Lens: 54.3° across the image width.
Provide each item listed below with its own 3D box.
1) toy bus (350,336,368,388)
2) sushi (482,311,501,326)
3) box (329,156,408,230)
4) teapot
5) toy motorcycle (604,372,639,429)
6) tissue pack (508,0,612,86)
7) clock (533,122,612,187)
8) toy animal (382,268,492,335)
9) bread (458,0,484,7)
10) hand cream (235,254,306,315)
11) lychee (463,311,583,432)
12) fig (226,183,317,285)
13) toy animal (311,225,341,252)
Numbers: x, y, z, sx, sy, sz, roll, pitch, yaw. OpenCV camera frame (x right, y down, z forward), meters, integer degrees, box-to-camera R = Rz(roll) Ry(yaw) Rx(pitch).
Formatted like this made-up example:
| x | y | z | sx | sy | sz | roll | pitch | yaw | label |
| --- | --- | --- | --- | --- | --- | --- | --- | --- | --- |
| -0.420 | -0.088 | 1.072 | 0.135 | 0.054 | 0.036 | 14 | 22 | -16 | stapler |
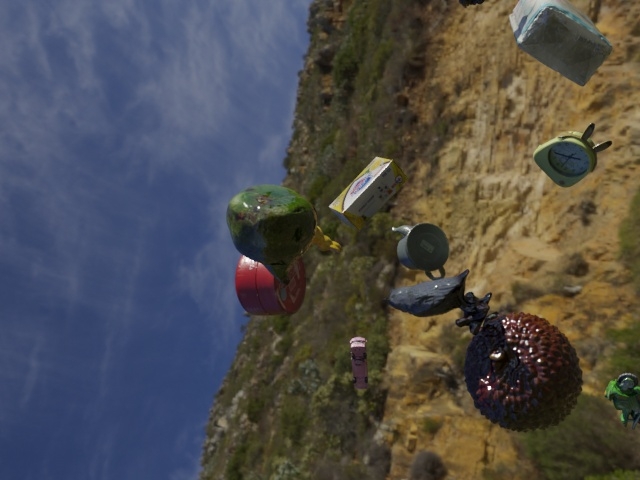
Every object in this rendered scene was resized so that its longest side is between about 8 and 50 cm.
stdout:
| x | y | z | sx | sy | sz | roll | pitch | yaw | label |
| --- | --- | --- | --- | --- | --- | --- | --- | --- | --- |
| 0.148 | 0.466 | 2.369 | 0.090 | 0.063 | 0.203 | -80 | -13 | -62 | toy bus |
| 0.554 | 0.287 | 1.970 | 0.056 | 0.083 | 0.085 | -16 | -43 | -41 | sushi |
| 0.171 | -0.171 | 2.239 | 0.265 | 0.168 | 0.097 | -46 | -71 | -1 | box |
| 0.333 | 0.042 | 2.104 | 0.162 | 0.149 | 0.239 | -43 | -84 | -23 | teapot |
| 0.870 | 0.454 | 1.761 | 0.190 | 0.106 | 0.074 | 57 | -145 | -16 | toy motorcycle |
| 0.564 | -0.495 | 1.483 | 0.124 | 0.201 | 0.271 | -52 | 12 | 31 | tissue pack |
| 0.820 | -0.281 | 2.019 | 0.170 | 0.232 | 0.069 | 46 | -123 | -2 | clock |
| 0.230 | 0.106 | 1.234 | 0.121 | 0.210 | 0.117 | -44 | -38 | -64 | toy animal |
| 0.366 | -0.593 | 1.454 | 0.082 | 0.113 | 0.060 | 46 | -130 | -32 | bread |
| -0.154 | 0.127 | 1.963 | 0.230 | 0.149 | 0.230 | 24 | -117 | -60 | hand cream |
| 0.411 | 0.269 | 1.256 | 0.271 | 0.236 | 0.236 | 32 | -116 | -34 | lychee |
| -0.109 | 0.003 | 1.362 | 0.203 | 0.203 | 0.235 | -41 | -37 | -55 | fig |
| -0.002 | 0.003 | 2.128 | 0.083 | 0.159 | 0.070 | -60 | 7 | -36 | toy animal |
